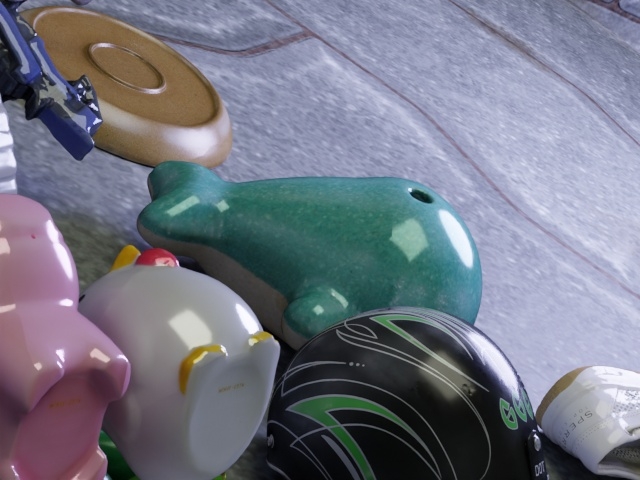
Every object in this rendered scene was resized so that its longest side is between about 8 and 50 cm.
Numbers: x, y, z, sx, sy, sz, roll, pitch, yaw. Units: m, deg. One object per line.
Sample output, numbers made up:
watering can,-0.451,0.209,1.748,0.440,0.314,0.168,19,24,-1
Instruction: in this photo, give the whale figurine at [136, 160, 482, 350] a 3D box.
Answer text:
whale figurine,0.000,0.000,1.108,0.272,0.141,0.216,26,26,-11

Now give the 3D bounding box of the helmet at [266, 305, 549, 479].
helmet,0.050,0.121,0.939,0.161,0.169,0.169,57,31,12

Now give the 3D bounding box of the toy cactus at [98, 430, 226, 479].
toy cactus,-0.147,0.119,0.791,0.180,0.112,0.219,34,32,29

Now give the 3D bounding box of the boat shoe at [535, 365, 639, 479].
boat shoe,0.308,0.169,1.211,0.277,0.098,0.096,4,36,-30

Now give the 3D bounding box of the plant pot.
plant pot,-0.178,-0.145,1.305,0.236,0.032,0.236,25,25,-13

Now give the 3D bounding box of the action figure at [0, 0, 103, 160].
action figure,-0.294,-0.182,1.133,0.341,0.178,0.330,51,38,0

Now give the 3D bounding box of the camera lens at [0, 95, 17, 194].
camera lens,-0.312,-0.023,0.701,0.219,0.219,0.274,41,26,19

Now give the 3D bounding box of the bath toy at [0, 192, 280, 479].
bath toy,-0.158,0.044,0.625,0.129,0.151,0.348,22,9,34
